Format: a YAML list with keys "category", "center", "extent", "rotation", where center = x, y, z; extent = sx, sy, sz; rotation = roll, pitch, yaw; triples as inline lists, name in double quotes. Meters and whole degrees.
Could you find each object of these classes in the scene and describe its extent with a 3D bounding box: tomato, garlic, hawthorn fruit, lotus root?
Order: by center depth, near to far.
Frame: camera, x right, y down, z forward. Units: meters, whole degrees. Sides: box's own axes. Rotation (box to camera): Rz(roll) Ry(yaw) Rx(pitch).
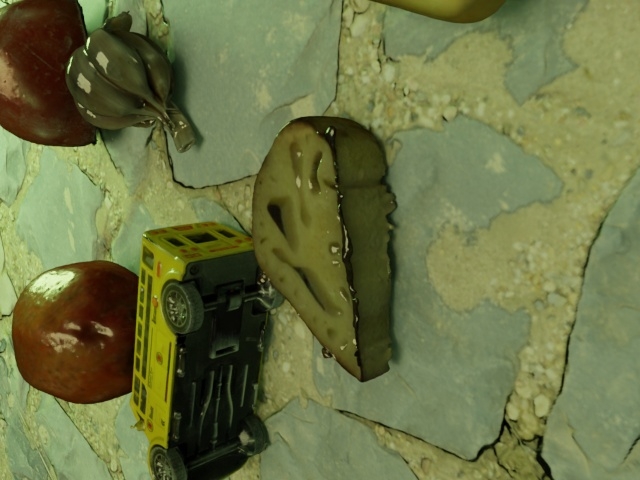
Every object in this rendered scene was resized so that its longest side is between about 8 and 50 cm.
- category: "lotus root"
  center: [0.000, 0.000, 0.727]
  extent: [0.170, 0.074, 0.260]
  rotation: [14, 111, 42]
- category: "garlic"
  center: [-0.239, -0.183, 0.886]
  extent: [0.131, 0.127, 0.194]
  rotation: [-36, 91, 39]
- category: "hawthorn fruit"
  center: [-0.304, 0.122, 0.963]
  extent: [0.262, 0.211, 0.210]
  rotation: [-16, 89, 45]
- category: "tomato"
  center: [-0.404, -0.234, 0.972]
  extent: [0.181, 0.155, 0.213]
  rotation: [5, 103, 60]

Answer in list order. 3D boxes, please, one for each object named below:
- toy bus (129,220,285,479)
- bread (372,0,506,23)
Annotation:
- category: "toy bus"
  center: [-0.155, 0.150, 0.866]
  extent: [0.152, 0.144, 0.330]
  rotation: [26, 116, 40]
- category: "bread"
  center: [0.079, -0.264, 0.560]
  extent: [0.217, 0.098, 0.147]
  rotation: [34, 135, 32]
